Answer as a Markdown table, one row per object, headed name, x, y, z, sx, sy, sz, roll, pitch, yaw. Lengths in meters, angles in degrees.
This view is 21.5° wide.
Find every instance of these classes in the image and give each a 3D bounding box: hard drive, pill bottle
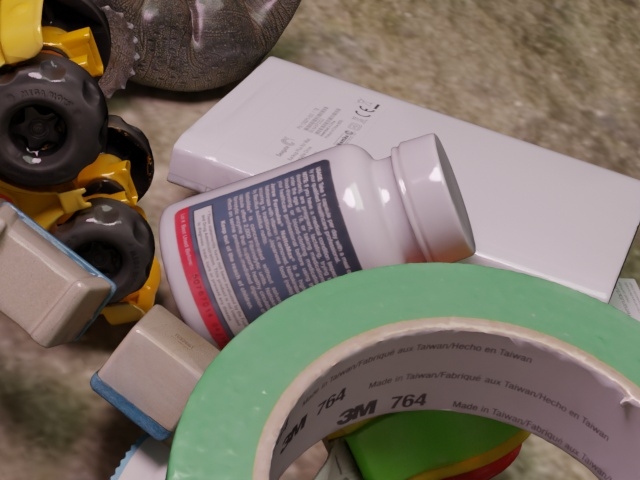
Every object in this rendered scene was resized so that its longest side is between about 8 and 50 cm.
| name | x | y | z | sx | sy | sz | roll | pitch | yaw |
| --- | --- | --- | --- | --- | --- | --- | --- | --- | --- |
| hard drive | 0.071 | -0.040 | 1.198 | 0.307 | 0.040 | 0.203 | 20 | 29 | 10 |
| pill bottle | 0.000 | 0.000 | 1.057 | 0.180 | 0.108 | 0.108 | -19 | 42 | 10 |

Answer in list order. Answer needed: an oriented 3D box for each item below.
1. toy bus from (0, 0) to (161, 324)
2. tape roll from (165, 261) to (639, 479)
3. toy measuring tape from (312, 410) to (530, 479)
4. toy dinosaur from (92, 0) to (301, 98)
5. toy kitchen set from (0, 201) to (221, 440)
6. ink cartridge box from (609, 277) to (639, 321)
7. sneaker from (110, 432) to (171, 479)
| name | x | y | z | sx | sy | sz | roll | pitch | yaw |
| --- | --- | --- | --- | --- | --- | --- | --- | --- | --- |
| toy bus | -0.217 | -0.042 | 1.039 | 0.211 | 0.220 | 0.149 | -17 | 31 | 2 |
| tape roll | 0.079 | 0.154 | 0.848 | 0.321 | 0.077 | 0.321 | 7 | 46 | -7 |
| toy measuring tape | 0.060 | 0.118 | 0.985 | 0.121 | 0.121 | 0.330 | 26 | 31 | 6 |
| toy dinosaur | -0.118 | -0.172 | 1.276 | 0.313 | 0.121 | 0.160 | -1 | 78 | -40 |
| toy kitchen set | -0.189 | 0.073 | 0.960 | 0.207 | 0.166 | 0.122 | 38 | 3 | -1 |
| ink cartridge box | 0.169 | 0.071 | 1.157 | 0.122 | 0.052 | 0.088 | 2 | 42 | -19 |
| sneaker | -0.094 | 0.196 | 0.872 | 0.092 | 0.087 | 0.228 | 24 | 41 | 3 |
